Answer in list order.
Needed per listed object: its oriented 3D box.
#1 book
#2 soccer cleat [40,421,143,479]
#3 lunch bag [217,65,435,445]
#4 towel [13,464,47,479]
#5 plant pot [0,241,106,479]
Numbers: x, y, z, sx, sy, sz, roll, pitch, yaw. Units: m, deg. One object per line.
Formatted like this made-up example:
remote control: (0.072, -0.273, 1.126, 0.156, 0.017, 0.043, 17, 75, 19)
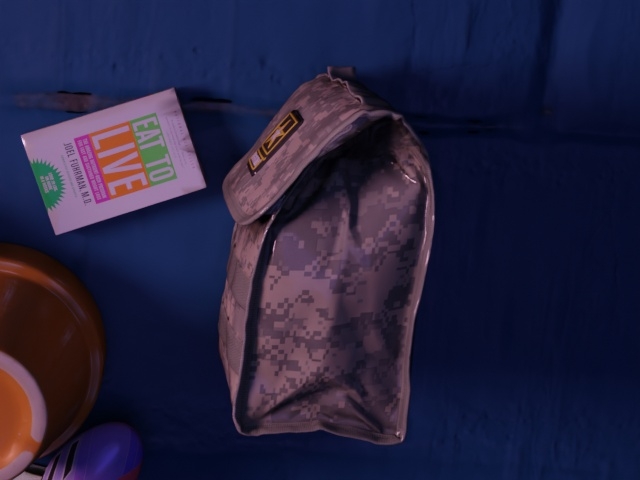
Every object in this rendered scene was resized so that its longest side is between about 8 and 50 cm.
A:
book: (-0.186, -0.073, 1.248, 0.144, 0.035, 0.096, -18, 101, -1)
soccer cleat: (-0.255, 0.268, 1.257, 0.248, 0.095, 0.083, -43, 102, 4)
lunch bag: (0.000, 0.000, 1.179, 0.169, 0.235, 0.287, 6, 103, -10)
towel: (-0.249, 0.388, 1.348, 0.248, 0.038, 0.325, 15, 101, -9)
plant pot: (-0.292, 0.122, 1.199, 0.205, 0.188, 0.205, -2, 104, -7)
